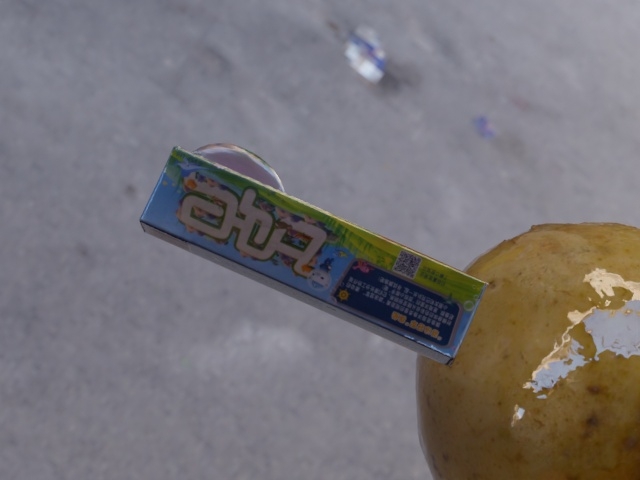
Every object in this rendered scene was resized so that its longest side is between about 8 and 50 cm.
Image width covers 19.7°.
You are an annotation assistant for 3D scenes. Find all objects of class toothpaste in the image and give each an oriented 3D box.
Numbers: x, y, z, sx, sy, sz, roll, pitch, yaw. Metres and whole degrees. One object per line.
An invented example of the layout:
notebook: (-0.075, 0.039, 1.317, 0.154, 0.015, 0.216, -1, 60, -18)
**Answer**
toothpaste: (0.000, 0.000, 1.041, 0.193, 0.070, 0.044, 24, -10, 3)

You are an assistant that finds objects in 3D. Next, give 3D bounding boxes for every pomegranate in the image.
pomegranate: (0.193, 0.112, 1.298, 0.260, 0.260, 0.260, 27, 31, -18)
